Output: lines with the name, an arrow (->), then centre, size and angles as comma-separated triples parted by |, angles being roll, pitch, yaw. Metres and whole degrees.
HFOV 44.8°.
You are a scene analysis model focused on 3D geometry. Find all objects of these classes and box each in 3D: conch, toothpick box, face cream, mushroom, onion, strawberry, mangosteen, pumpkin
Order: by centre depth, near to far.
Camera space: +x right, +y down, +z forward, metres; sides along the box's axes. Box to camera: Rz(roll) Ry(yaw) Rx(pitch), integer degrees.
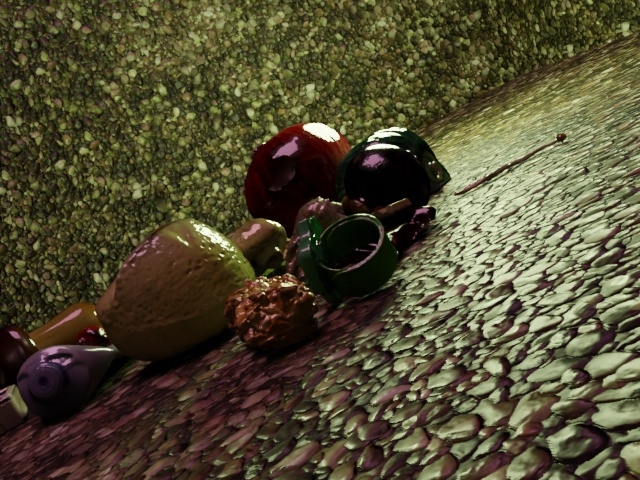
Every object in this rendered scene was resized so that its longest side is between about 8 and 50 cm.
conch -> 0.000, 0.000, 1.628 | 0.155, 0.130, 0.207 | 4, 47, 46
mangosteen -> 0.129, -0.096, 1.681 | 0.231, 0.194, 0.194 | -53, 13, -9
face cream -> -0.516, 0.284, 1.682 | 0.234, 0.137, 0.420 | -29, -3, 1
mushroom -> 0.419, -0.165, 1.715 | 0.286, 0.028, 0.026 | -28, 50, -1
mushroom -> -0.136, 0.014, 1.717 | 0.148, 0.148, 0.112 | -31, 52, -25
strawberry -> -0.559, 0.258, 1.922 | 0.106, 0.106, 0.106 | -27, 8, 4
toothpick box -> -0.689, 0.272, 1.967 | 0.192, 0.192, 0.294 | -19, 6, 44
pumpkin -> 0.162, -0.178, 1.999 | 0.263, 0.197, 0.293 | -24, 6, 38
onion -> -0.058, -0.157, 2.163 | 0.341, 0.341, 0.341 | -27, 8, 4

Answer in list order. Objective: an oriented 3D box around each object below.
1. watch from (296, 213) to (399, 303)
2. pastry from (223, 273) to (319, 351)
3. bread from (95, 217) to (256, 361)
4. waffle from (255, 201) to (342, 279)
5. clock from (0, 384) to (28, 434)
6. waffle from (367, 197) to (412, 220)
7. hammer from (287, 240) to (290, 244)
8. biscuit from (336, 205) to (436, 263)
watch -> 0.045, 0.012, 1.311 | 0.151, 0.131, 0.165 | -20, 39, 18
pastry -> -0.079, 0.111, 1.277 | 0.154, 0.103, 0.250 | -27, 8, -10
bread -> -0.288, 0.107, 1.568 | 0.320, 0.237, 0.320 | -38, -2, -1
waffle -> -0.039, 0.017, 1.859 | 0.297, 0.073, 0.317 | -27, 13, 44
clock -> -0.751, 0.405, 1.714 | 0.191, 0.071, 0.147 | -29, 8, -15
waffle -> 0.109, -0.045, 1.545 | 0.135, 0.021, 0.092 | -27, -4, 42
hammer -> -0.211, 0.101, 1.935 | 0.168, 0.044, 0.440 | -32, 1, 44
biscuit -> 0.113, -0.001, 1.488 | 0.151, 0.063, 0.235 | -21, 1, 40
